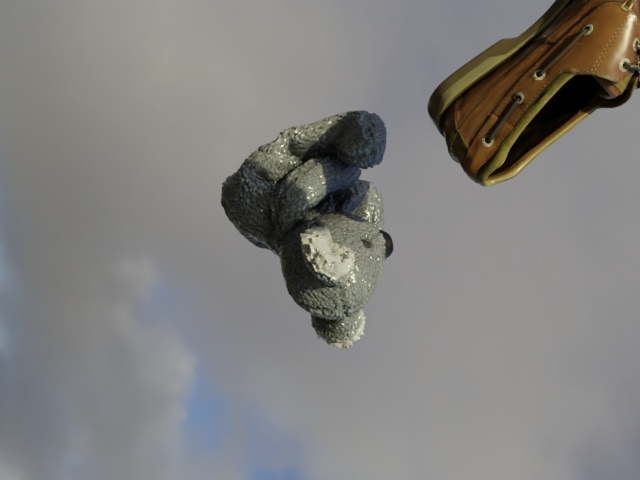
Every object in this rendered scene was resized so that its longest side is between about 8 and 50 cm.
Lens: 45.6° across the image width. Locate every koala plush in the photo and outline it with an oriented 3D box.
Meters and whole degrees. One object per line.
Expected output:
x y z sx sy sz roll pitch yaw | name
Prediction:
0.000 0.000 0.866 0.196 0.204 0.221 86 -10 -53 | koala plush

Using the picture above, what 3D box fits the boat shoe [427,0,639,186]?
0.244 -0.163 0.672 0.307 0.111 0.104 -40 -126 24 | boat shoe
